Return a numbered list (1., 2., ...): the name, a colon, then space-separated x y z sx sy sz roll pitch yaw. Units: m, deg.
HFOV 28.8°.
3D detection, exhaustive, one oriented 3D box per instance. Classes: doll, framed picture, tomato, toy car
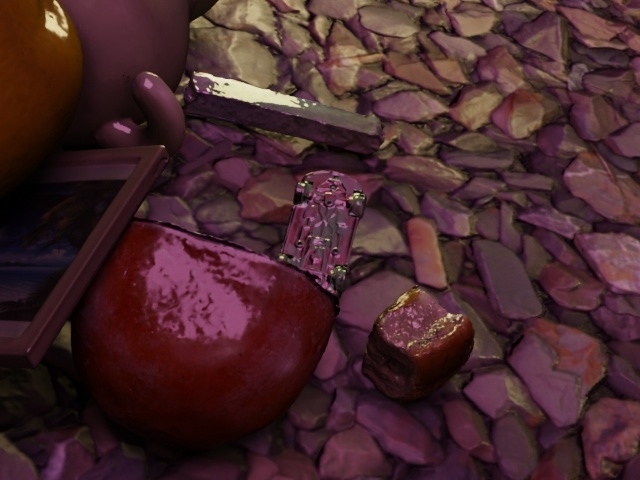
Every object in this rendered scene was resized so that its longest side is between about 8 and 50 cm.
1. doll: -0.208 -0.245 1.214 0.226 0.215 0.370 25 48 -15
2. framed picture: -0.295 0.009 0.991 0.315 0.024 0.232 -2 41 28
3. tomato: -0.106 0.087 1.004 0.214 0.181 0.155 15 65 8
4. toy car: 0.000 0.000 1.163 0.069 0.055 0.142 11 58 5

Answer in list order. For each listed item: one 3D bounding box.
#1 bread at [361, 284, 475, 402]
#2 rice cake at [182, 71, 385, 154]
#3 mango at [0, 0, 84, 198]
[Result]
1. bread: 0.084 0.094 1.086 0.076 0.083 0.070 36 54 16
2. rice cake: -0.037 -0.128 1.276 0.211 0.034 0.043 14 39 -3
3. mango: -0.403 -0.108 0.997 0.445 0.220 0.301 -16 46 15
